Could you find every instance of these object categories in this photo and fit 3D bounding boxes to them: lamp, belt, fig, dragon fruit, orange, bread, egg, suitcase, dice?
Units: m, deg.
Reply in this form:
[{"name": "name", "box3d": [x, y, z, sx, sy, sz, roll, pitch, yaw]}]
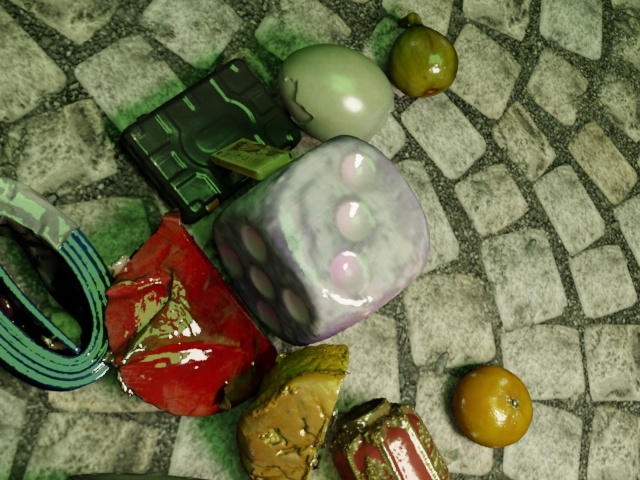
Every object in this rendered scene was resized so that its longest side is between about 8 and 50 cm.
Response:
[{"name": "lamp", "box3d": [0.131, 0.409, 1.241, 0.177, 0.177, 0.274, -26, 86, -28]}, {"name": "belt", "box3d": [-0.441, 0.070, 1.093, 0.212, 0.117, 0.347, -39, 95, -27]}, {"name": "fig", "box3d": [0.216, -0.392, 1.504, 0.142, 0.148, 0.186, 1, 90, 19]}, {"name": "dragon fruit", "box3d": [-0.194, 0.146, 1.134, 0.343, 0.100, 0.282, 56, 49, -20]}, {"name": "orange", "box3d": [0.331, 0.316, 1.377, 0.156, 0.124, 0.156, 5, 78, -24]}, {"name": "bread", "box3d": [-0.050, 0.281, 1.155, 0.147, 0.261, 0.160, 16, 29, 1]}, {"name": "egg", "box3d": [0.021, -0.280, 1.361, 0.217, 0.183, 0.183, 33, 65, -23]}, {"name": "suitcase", "box3d": [-0.193, -0.183, 1.304, 0.285, 0.066, 0.206, -40, 95, -27]}, {"name": "dice", "box3d": [0.000, 0.000, 1.226, 0.270, 0.270, 0.271, -35, 93, -28]}]

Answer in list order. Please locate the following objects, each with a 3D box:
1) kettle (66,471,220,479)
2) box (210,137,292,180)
[{"name": "kettle", "box3d": [-0.199, 0.534, 1.009, 0.361, 0.250, 0.377, 11, 74, -19]}, {"name": "box", "box3d": [-0.118, -0.139, 1.214, 0.073, 0.149, 0.020, -35, 125, -27]}]
